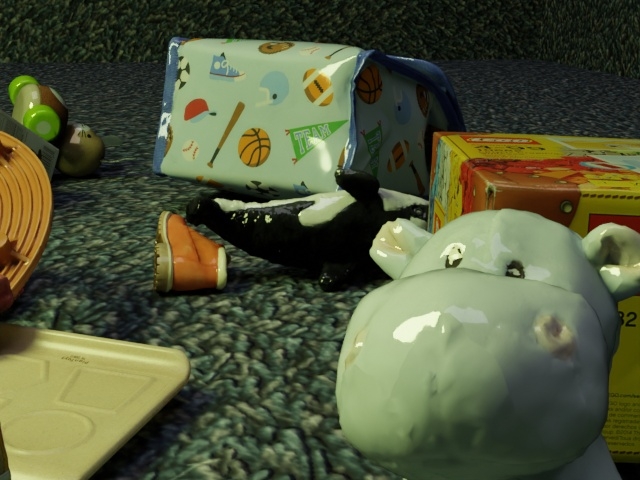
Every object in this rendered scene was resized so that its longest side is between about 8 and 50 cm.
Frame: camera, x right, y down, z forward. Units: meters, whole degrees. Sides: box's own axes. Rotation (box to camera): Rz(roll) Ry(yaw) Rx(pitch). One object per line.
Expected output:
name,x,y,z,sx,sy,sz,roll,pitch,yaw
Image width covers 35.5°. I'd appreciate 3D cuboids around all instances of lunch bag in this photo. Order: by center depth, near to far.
lunch bag,0.006,-0.167,1.455,0.327,0.239,0.385,11,3,30

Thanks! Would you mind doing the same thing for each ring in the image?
ring,-0.403,-0.003,0.880,0.336,0.032,0.337,-5,45,5

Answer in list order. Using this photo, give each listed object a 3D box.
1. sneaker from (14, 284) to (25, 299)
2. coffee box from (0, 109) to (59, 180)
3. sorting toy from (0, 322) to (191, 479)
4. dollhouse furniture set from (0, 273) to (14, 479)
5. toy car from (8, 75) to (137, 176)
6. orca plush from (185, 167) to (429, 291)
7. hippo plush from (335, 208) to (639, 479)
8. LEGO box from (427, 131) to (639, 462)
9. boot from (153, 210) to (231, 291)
sneaker,-0.411,0.002,1.050,0.112,0.121,0.299,-42,44,-17
coffee box,-0.465,-0.125,1.271,0.141,0.098,0.246,8,-14,21
sorting toy,-0.222,0.130,0.748,0.193,0.038,0.208,7,21,15
dollhouse furniture set,-0.296,0.149,0.402,0.152,0.201,0.374,12,26,30
toy car,-0.380,-0.157,1.539,0.188,0.149,0.155,6,24,-31
orca plush,0.000,0.000,1.091,0.287,0.151,0.102,12,48,-25
hippo plush,0.116,0.110,0.490,0.234,0.237,0.294,10,18,25
LEGO box,0.352,0.029,0.824,0.500,0.193,0.372,3,11,0
boot,-0.144,0.014,1.115,0.084,0.059,0.158,2,24,-12
